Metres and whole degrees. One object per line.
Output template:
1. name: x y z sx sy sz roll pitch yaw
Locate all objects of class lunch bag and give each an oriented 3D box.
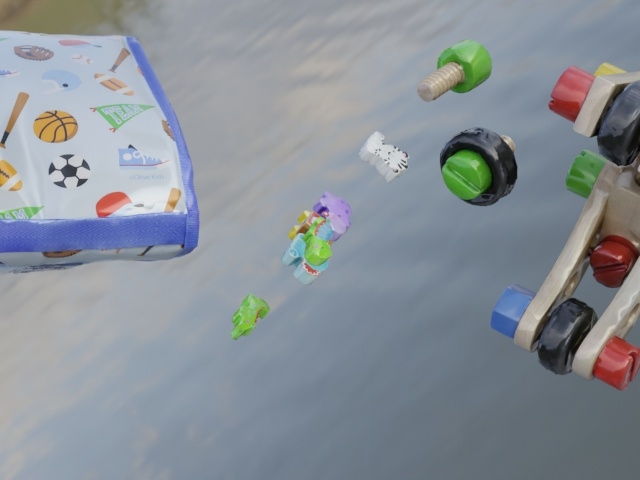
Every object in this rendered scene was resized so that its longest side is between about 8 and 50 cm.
1. lunch bag: -0.341 -0.084 1.914 0.328 0.239 0.385 -3 29 -21

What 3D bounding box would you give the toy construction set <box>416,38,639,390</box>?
1. toy construction set: 0.275 -0.043 1.170 0.309 0.257 0.237 8 31 40

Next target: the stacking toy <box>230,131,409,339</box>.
1. stacking toy: 0.000 0.000 1.677 0.167 0.052 0.221 -48 6 42
